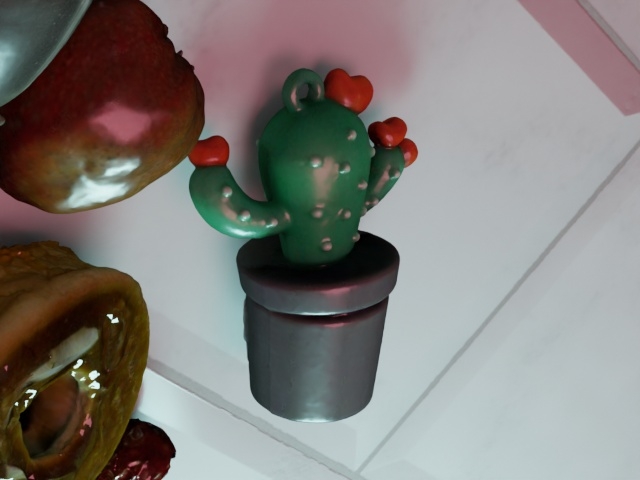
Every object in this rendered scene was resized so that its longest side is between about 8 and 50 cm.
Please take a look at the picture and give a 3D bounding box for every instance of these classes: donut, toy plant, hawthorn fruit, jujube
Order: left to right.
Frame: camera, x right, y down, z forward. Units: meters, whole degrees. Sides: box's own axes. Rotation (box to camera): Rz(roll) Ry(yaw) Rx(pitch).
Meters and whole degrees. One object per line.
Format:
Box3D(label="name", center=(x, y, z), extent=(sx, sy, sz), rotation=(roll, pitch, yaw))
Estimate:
Box3D(label="donut", center=(-0.321, 0.159, 1.611), extent=(0.330, 0.160, 0.330), rotation=(-50, 154, -36))
Box3D(label="hawthorn fruit", center=(-0.241, -0.128, 1.484), extent=(0.248, 0.208, 0.208), rotation=(-28, 132, -3))
Box3D(label="jujube", center=(-0.246, 0.282, 1.819), extent=(0.166, 0.104, 0.104), rotation=(-47, 134, 4))
Box3D(label="toy plant", center=(-0.013, 0.001, 1.738), extent=(0.279, 0.185, 0.400), rotation=(-2, 114, -10))

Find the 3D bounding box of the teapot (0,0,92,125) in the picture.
Box3D(label="teapot", center=(-0.361, -0.212, 1.305), extent=(0.321, 0.239, 0.239), rotation=(10, 116, -40))
